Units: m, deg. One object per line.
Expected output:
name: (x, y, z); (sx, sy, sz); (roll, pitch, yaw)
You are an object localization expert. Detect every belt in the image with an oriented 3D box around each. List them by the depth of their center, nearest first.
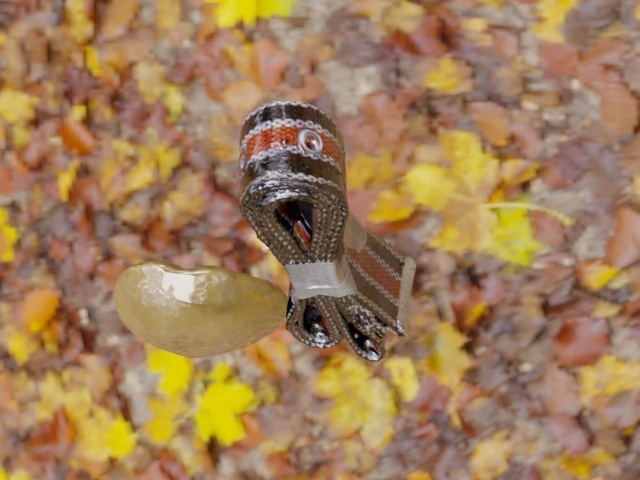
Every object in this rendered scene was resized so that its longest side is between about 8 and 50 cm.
belt: (0.000, 0.000, 1.473); (0.126, 0.359, 0.094); (0, 62, 16)

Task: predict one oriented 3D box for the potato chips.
potato chips: (-0.126, 0.082, 1.675); (0.208, 0.195, 0.061); (-26, 55, 48)
